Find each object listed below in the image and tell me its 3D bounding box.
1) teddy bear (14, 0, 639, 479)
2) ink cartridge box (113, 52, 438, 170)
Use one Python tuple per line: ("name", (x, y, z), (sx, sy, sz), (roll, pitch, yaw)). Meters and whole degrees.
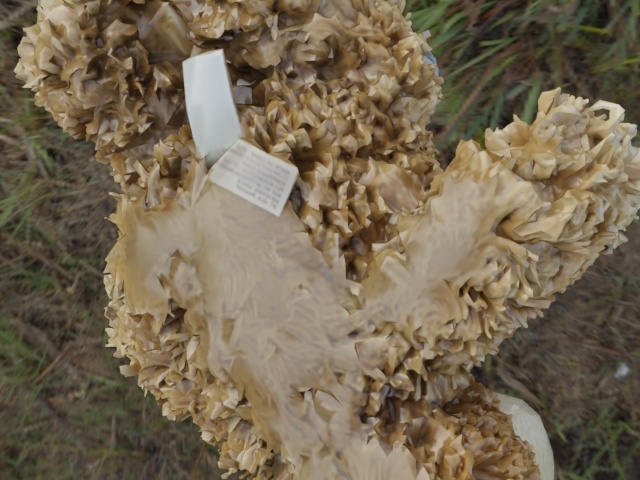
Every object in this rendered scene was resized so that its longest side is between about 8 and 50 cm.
("teddy bear", (0.000, 0.000, 0.440), (0.245, 0.113, 0.338), (-47, 70, 28))
("ink cartridge box", (-0.026, -0.078, 0.739), (0.175, 0.072, 0.128), (15, 94, 11))
